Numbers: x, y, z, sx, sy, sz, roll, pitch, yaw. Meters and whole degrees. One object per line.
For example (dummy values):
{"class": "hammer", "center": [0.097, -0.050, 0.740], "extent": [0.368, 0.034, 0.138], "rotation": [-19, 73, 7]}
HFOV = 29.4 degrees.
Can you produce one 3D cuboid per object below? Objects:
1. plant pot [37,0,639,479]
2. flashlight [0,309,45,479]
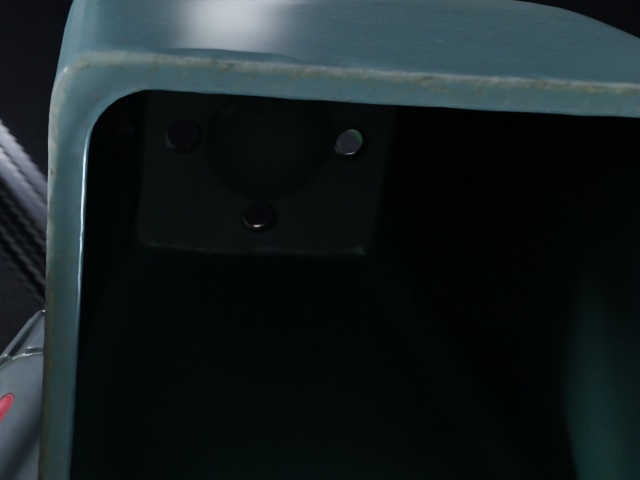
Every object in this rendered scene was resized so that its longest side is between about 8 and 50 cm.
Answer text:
{"class": "plant pot", "center": [0.000, 0.000, 0.540], "extent": [0.247, 0.248, 0.252], "rotation": [1, -153, -14]}
{"class": "flashlight", "center": [-0.207, 0.155, 0.718], "extent": [0.103, 0.103, 0.304], "rotation": [25, -144, -2]}
